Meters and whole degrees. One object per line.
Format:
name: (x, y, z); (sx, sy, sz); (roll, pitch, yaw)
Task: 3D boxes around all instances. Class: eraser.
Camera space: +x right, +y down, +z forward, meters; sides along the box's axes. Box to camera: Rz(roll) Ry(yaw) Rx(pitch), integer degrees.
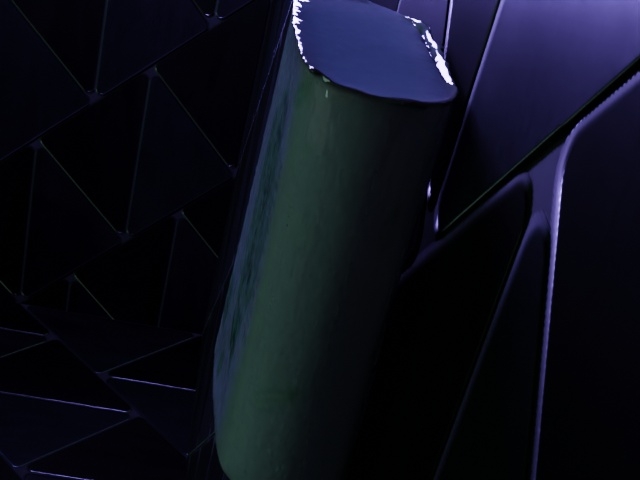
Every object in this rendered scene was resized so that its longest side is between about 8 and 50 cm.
eraser: (0.000, 0.000, 0.571); (0.174, 0.081, 0.227); (-95, 18, -63)
